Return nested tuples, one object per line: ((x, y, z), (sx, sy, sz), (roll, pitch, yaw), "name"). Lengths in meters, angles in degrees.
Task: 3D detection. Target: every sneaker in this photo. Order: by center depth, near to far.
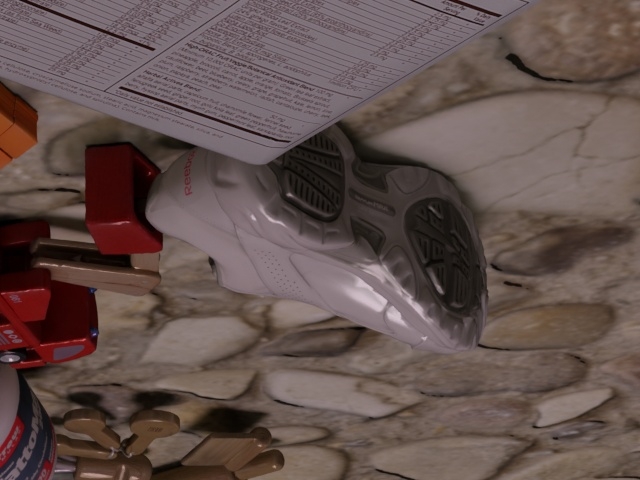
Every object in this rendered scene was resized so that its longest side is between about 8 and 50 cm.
((0.000, 0.000, 0.994), (0.115, 0.090, 0.232), (-15, 144, 38), "sneaker")

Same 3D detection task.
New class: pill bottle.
((-0.235, 0.110, 1.155), (0.108, 0.108, 0.180), (-5, 155, 3), "pill bottle")

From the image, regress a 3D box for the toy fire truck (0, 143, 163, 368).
((-0.141, 0.015, 1.035), (0.135, 0.047, 0.192), (-8, 155, 7), "toy fire truck")

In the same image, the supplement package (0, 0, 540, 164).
((-0.010, -0.160, 0.501), (0.149, 0.194, 0.203), (17, 149, -38), "supplement package")

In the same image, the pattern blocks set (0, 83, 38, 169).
((-0.283, -0.058, 0.886), (0.285, 0.026, 0.325), (-2, 155, -1), "pattern blocks set")

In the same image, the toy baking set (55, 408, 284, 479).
((-0.158, 0.164, 1.380), (0.256, 0.030, 0.196), (-22, 146, 34), "toy baking set")
